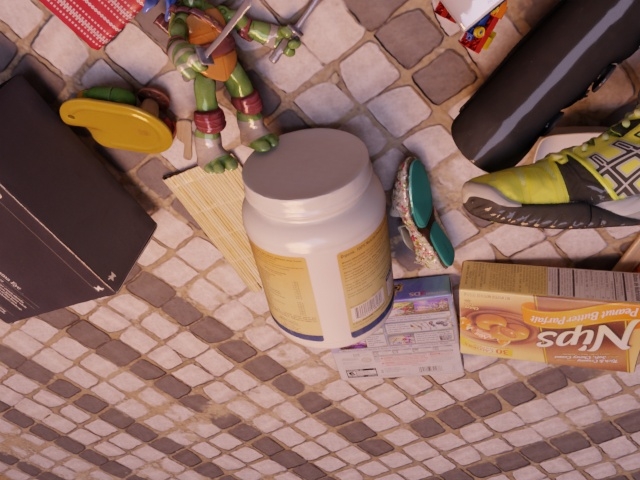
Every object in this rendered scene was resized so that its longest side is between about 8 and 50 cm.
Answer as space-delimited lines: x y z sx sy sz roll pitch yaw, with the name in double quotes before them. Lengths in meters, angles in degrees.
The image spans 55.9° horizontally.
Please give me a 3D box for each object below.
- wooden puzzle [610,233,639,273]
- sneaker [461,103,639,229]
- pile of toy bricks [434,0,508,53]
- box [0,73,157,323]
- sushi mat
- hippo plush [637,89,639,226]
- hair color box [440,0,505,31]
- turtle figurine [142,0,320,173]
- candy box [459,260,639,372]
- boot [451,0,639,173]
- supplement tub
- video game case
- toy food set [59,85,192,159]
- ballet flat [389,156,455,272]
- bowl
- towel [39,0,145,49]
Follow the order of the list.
"wooden puzzle" 0.642 0.075 1.094 0.221 0.044 0.238 16 131 -7
"sneaker" 0.364 -0.091 0.729 0.385 0.145 0.147 -6 93 8
"pile of toy bricks" 0.248 -0.341 0.758 0.105 0.118 0.212 7 123 -39
"box" -0.523 -0.049 1.028 0.313 0.179 0.343 -14 128 30
"sushi mat" -0.146 -0.021 1.131 0.151 0.019 0.316 -19 126 21
"hippo plush" 0.551 -0.137 0.793 0.294 0.234 0.236 -14 128 20
"hair color box" 0.121 -0.415 0.622 0.174 0.105 0.347 -35 99 31
"turtle figurine" -0.106 -0.230 0.820 0.275 0.197 0.266 1 125 10
"candy box" 0.422 0.140 1.119 0.317 0.087 0.182 3 132 17
"boot" 0.306 -0.248 0.662 0.146 0.367 0.445 51 126 5
"supplement tub" 0.000 0.000 0.991 0.228 0.228 0.316 -3 131 10
"video game case" 0.148 0.187 1.246 0.270 0.061 0.244 -7 131 13
"toy food set" -0.298 -0.202 0.967 0.218 0.071 0.128 10 156 1
"ballet flat" 0.162 -0.036 1.039 0.077 0.091 0.241 1 131 37
"bowl" 0.400 -0.120 0.948 0.142 0.053 0.142 0 130 8
"towel" -0.296 -0.406 0.804 0.275 0.031 0.199 -30 121 30
